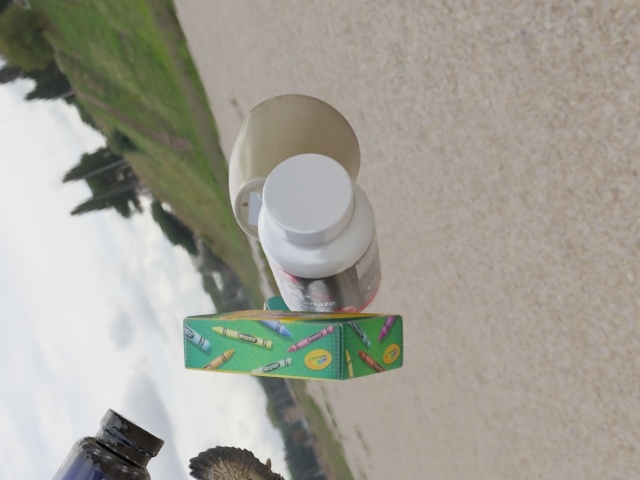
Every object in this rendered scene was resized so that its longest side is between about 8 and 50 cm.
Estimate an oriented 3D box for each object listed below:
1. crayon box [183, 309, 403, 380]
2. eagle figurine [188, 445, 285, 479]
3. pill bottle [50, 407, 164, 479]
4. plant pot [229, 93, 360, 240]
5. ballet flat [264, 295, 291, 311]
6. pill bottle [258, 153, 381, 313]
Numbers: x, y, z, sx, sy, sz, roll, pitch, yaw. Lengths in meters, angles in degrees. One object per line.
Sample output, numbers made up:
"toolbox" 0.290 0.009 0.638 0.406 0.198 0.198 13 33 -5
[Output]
"crayon box" -0.040 0.147 1.368 0.165 0.278 0.081 0 -91 -56
"eagle figurine" -0.173 0.605 2.139 0.226 0.225 0.298 48 -176 30
"pill bottle" -0.312 0.349 1.306 0.123 0.219 0.123 29 166 8
"plant pot" -0.069 -0.108 1.773 0.274 0.256 0.256 -71 -38 -62
"ballet flat" -0.010 0.197 2.086 0.086 0.248 0.086 19 -90 -83
"pill bottle" 0.000 0.000 1.471 0.318 0.176 0.176 75 170 -63
